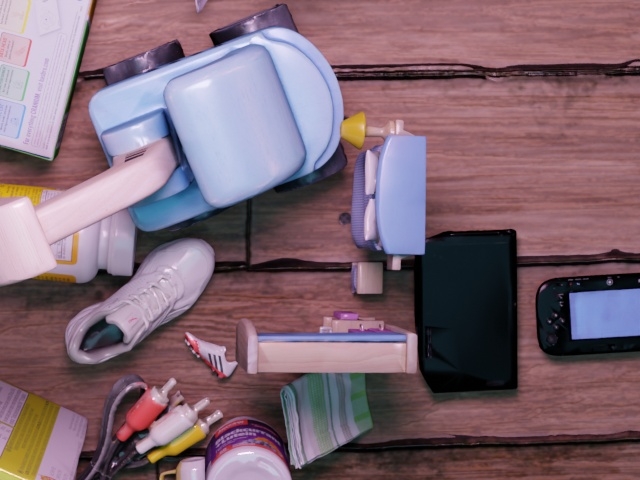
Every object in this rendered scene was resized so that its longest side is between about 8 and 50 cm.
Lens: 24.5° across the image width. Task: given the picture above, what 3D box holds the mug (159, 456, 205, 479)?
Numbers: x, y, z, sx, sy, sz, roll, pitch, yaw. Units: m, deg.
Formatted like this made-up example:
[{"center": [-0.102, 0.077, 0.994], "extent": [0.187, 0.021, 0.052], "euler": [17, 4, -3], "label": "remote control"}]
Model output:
[{"center": [-0.172, 0.321, 1.939], "extent": [0.078, 0.062, 0.064], "euler": [-7, 92, -10], "label": "mug"}]

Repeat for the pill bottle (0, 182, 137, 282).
[{"center": [-0.336, -0.008, 1.838], "extent": [0.208, 0.117, 0.117], "euler": [5, 99, -5], "label": "pill bottle"}]

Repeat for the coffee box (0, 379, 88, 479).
[{"center": [-0.507, 0.338, 1.771], "extent": [0.334, 0.338, 0.337], "euler": [25, 96, -8], "label": "coffee box"}]

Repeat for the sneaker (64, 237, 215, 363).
[{"center": [-0.225, 0.088, 1.864], "extent": [0.232, 0.115, 0.090], "euler": [-41, 100, 3], "label": "sneaker"}]

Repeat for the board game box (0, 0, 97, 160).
[{"center": [-0.446, -0.254, 1.780], "extent": [0.317, 0.064, 0.242], "euler": [15, 98, -6], "label": "board game box"}]

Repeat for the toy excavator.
[{"center": [-0.175, -0.101, 1.669], "extent": [0.433, 0.445, 0.222], "euler": [-21, 100, -1], "label": "toy excavator"}]

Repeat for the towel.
[{"center": [0.012, 0.219, 1.906], "extent": [0.152, 0.023, 0.113], "euler": [-20, 107, -45], "label": "towel"}]

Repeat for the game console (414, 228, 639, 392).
[{"center": [0.304, 0.087, 1.946], "extent": [0.361, 0.044, 0.213], "euler": [-3, 100, -5], "label": "game console"}]

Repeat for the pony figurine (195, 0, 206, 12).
[{"center": [-0.013, -0.445, 1.727], "extent": [0.351, 0.303, 0.363], "euler": [-25, 96, -16], "label": "pony figurine"}]

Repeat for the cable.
[{"center": [-0.265, 0.287, 1.907], "extent": [0.287, 0.072, 0.139], "euler": [-47, 125, 1], "label": "cable"}]

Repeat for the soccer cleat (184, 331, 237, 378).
[{"center": [-0.144, 0.145, 1.927], "extent": [0.035, 0.029, 0.083], "euler": [-44, 104, -5], "label": "soccer cleat"}]

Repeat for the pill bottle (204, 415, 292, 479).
[{"center": [-0.094, 0.288, 1.870], "extent": [0.108, 0.193, 0.108], "euler": [-1, 99, -5], "label": "pill bottle"}]

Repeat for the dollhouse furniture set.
[{"center": [0.000, 0.000, 1.796], "extent": [0.198, 0.286, 0.303], "euler": [2, 91, -10], "label": "dollhouse furniture set"}]
